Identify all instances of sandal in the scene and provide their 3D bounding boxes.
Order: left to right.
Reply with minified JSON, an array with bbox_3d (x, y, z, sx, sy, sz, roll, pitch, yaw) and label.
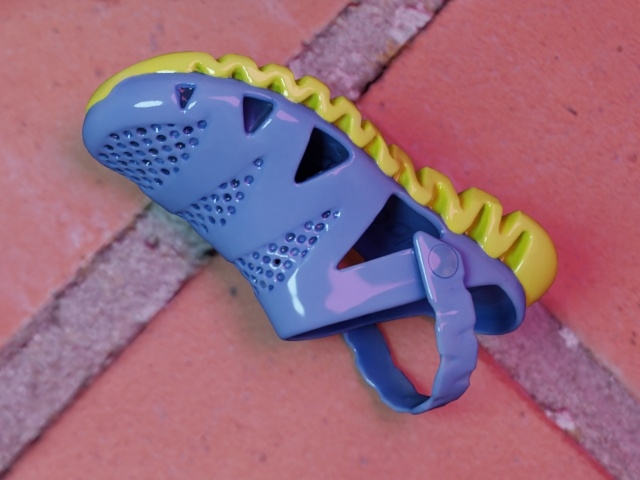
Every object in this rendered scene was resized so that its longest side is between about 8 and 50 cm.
[{"bbox_3d":[0.000,0.000,0.950,0.317,0.126,0.138,27,61,-16],"label":"sandal"}]
